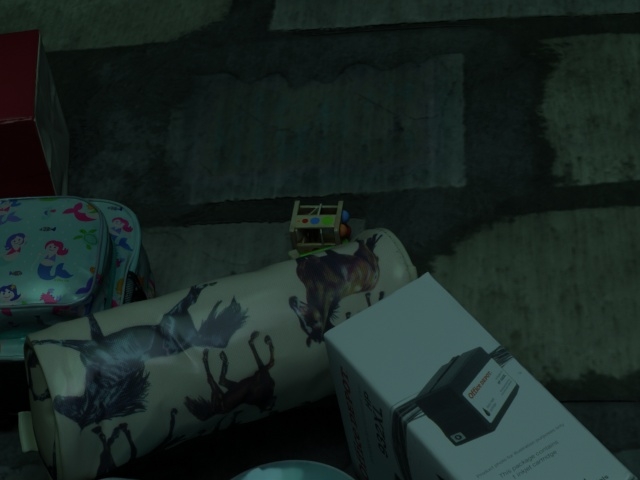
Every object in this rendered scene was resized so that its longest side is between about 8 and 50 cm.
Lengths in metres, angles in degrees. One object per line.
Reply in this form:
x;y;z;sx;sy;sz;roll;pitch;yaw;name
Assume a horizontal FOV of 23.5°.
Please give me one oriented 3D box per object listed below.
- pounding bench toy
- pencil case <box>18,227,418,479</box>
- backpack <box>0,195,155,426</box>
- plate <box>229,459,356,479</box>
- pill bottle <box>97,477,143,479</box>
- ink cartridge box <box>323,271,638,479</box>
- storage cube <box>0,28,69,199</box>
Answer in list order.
0.000;0.000;1.787;0.065;0.052;0.083;0;44;10;pounding bench toy
-0.102;0.118;1.534;0.410;0.183;0.160;-17;70;-16;pencil case
-0.299;0.056;1.696;0.225;0.191;0.253;-1;39;10;backpack
-0.034;0.295;1.505;0.188;0.024;0.188;-6;43;5;plate
-0.107;0.296;1.383;0.264;0.146;0.146;1;42;36;pill bottle
0.145;0.214;1.412;0.129;0.223;0.307;-28;46;-16;ink cartridge box
-0.423;-0.123;1.898;0.193;0.184;0.215;-8;43;-1;storage cube
